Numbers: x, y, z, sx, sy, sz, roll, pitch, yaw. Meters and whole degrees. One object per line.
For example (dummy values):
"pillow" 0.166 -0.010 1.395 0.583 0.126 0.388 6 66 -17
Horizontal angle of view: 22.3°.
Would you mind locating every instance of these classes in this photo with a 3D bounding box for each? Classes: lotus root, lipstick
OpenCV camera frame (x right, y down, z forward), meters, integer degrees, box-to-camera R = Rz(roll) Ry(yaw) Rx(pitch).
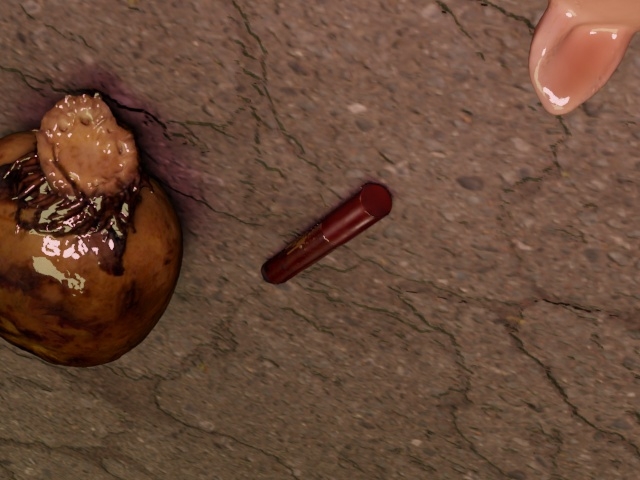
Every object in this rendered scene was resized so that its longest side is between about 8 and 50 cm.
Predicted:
"lotus root" -0.191 0.015 1.215 0.169 0.141 0.314 28 151 3
"lipstick" 0.000 0.001 1.175 0.027 0.027 0.176 32 150 -13

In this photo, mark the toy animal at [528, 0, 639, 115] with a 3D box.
"toy animal" 0.116 -0.194 0.666 0.149 0.165 0.248 6 139 37
